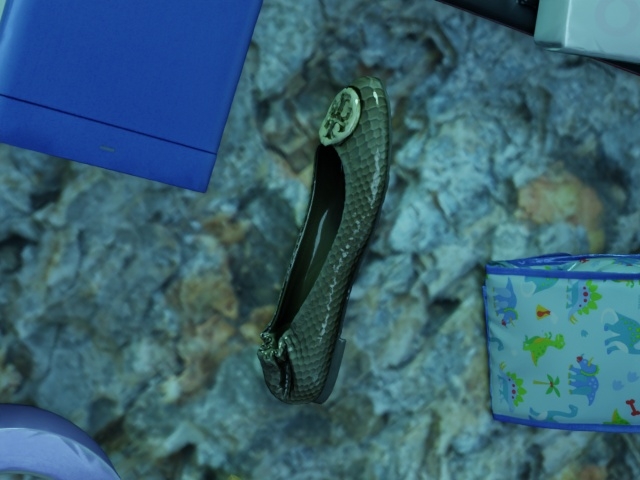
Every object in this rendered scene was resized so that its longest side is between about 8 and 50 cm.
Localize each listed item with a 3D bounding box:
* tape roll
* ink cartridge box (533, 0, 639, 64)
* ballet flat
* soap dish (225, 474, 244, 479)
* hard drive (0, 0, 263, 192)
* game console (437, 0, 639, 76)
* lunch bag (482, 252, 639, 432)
[{"bbox_3d":[-0.225,0.215,1.161,0.189,0.080,0.189,-2,98,-15],"label":"tape roll"},{"bbox_3d":[0.263,-0.245,1.215,0.189,0.066,0.232,4,101,-23],"label":"ink cartridge box"},{"bbox_3d":[0.000,0.000,1.202,0.058,0.084,0.250,10,100,-18],"label":"ballet flat"},{"bbox_3d":[-0.055,0.354,1.208,0.229,0.118,0.291,36,87,-17],"label":"soap dish"},{"bbox_3d":[-0.114,-0.205,1.109,0.210,0.040,0.318,13,95,-48],"label":"hard drive"},{"bbox_3d":[0.183,-0.347,1.218,0.342,0.060,0.386,17,93,-17],"label":"game console"},{"bbox_3d":[0.203,0.077,1.261,0.151,0.096,0.129,-2,98,14],"label":"lunch bag"}]
